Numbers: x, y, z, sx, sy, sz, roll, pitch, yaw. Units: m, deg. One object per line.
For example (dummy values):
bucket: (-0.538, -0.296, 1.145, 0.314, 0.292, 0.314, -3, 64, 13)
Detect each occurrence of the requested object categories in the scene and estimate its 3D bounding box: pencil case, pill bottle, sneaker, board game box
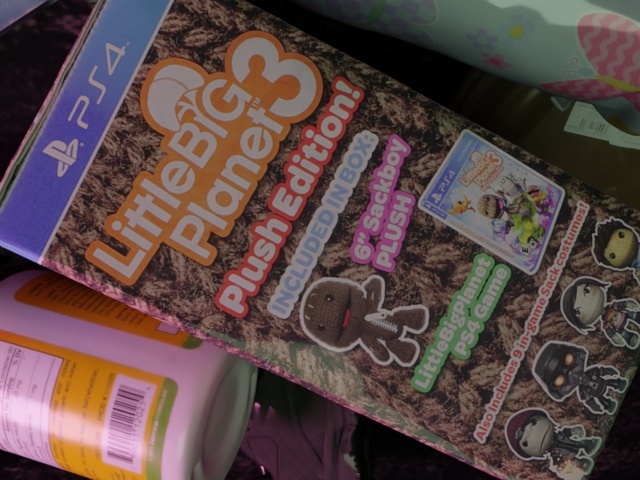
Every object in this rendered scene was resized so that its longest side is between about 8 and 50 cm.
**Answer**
pencil case: (0.089, -0.152, 0.448, 0.273, 0.124, 0.114, 20, 81, -4)
pill bottle: (-0.182, 0.099, 0.593, 0.245, 0.136, 0.136, 13, 125, 13)
sneaker: (-0.021, 0.130, 0.667, 0.130, 0.109, 0.287, 2, 120, 9)
board game box: (0.000, 0.000, 0.453, 0.290, 0.232, 0.141, 26, 85, -7)

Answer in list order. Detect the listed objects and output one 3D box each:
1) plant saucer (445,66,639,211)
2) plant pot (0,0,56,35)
plant saucer: (0.221, -0.051, 0.586, 0.277, 0.041, 0.278, 0, 124, 0)
plant pot: (-0.168, -0.241, 0.382, 0.165, 0.166, 0.234, -26, 113, 15)
